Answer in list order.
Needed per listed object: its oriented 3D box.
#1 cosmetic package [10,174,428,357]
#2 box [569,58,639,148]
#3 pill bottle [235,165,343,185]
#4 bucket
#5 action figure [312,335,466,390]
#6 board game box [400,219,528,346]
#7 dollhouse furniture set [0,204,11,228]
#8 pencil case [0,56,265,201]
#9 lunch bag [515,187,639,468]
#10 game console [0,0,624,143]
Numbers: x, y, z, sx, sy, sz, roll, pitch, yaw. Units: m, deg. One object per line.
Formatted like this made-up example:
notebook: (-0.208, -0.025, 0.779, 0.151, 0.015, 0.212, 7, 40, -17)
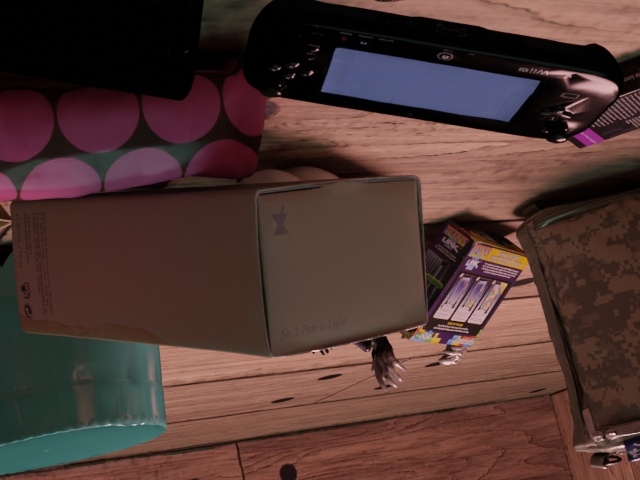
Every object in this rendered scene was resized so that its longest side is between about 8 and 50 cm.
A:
cosmetic package: (-0.086, 0.014, 0.921, 0.160, 0.113, 0.309, -7, -174, -42)
box: (0.281, -0.127, 1.058, 0.162, 0.029, 0.116, -18, 165, 24)
pill bottle: (0.000, 0.000, 1.118, 0.121, 0.121, 0.216, -19, 164, 22)
bucket: (-0.288, 0.126, 1.229, 0.281, 0.183, 0.281, -11, 165, -3)
action figure: (0.113, 0.120, 1.620, 0.275, 0.141, 0.164, 3, 151, -39)
board game box: (0.165, 0.055, 1.454, 0.170, 0.048, 0.141, 14, 111, -58)
dollhouse furniture set: (-0.277, -0.002, 0.964, 0.091, 0.081, 0.114, -21, 163, 31)
pencil case: (-0.144, -0.074, 0.812, 0.209, 0.098, 0.095, -6, 124, -19)
lunch bag: (0.373, 0.089, 1.393, 0.256, 0.305, 0.212, -9, 164, -17)
game console: (-0.018, -0.104, 0.642, 0.361, 0.044, 0.213, 8, 173, -6)
